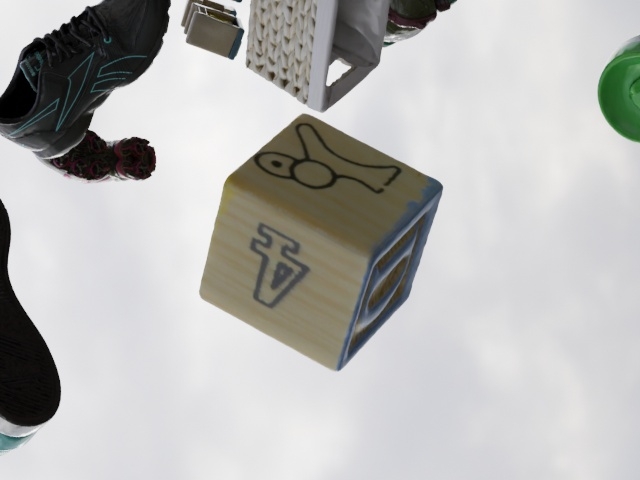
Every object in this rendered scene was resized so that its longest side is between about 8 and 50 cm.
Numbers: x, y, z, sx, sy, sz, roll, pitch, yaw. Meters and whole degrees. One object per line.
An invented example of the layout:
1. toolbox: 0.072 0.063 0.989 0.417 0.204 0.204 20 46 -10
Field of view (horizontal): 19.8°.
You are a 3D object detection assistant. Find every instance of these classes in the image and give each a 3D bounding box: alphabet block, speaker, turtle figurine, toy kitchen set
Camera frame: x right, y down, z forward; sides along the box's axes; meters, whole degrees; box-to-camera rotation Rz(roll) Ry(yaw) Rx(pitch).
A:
1. alphabet block: 0.000 0.000 2.130 0.192 0.197 0.193 -42 -25 -48
2. speaker: 0.424 -0.209 2.095 0.296 0.131 0.131 -36 -53 -51
3. turtle figurine: 0.099 -0.294 2.113 0.234 0.175 0.118 131 137 -52
4. toy kitchen set: -0.084 -0.337 2.281 0.166 0.122 0.207 -111 39 -71

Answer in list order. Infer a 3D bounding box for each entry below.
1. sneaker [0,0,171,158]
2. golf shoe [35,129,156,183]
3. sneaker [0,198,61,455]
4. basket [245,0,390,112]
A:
1. sneaker: -0.272 -0.204 2.080 0.106 0.101 0.267 21 -66 -48
2. golf shoe: -0.291 -0.099 2.249 0.186 0.086 0.067 9 -103 -52
3. sneaker: -0.335 0.078 1.641 0.124 0.178 0.295 1 -124 -39
4. basket: -0.002 -0.231 1.798 0.113 0.103 0.167 -43 -27 -40
